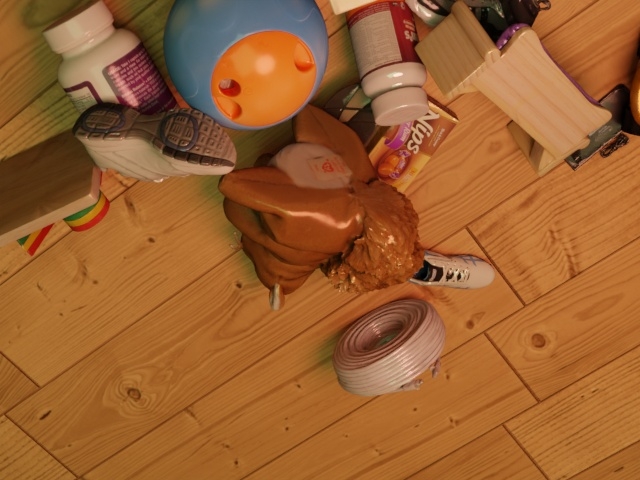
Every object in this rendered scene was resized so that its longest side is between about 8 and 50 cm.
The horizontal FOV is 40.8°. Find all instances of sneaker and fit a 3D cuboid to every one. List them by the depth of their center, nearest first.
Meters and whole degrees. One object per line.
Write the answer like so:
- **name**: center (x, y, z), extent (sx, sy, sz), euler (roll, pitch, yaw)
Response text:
- **sneaker**: center (-0.278, -0.158, 1.497), extent (0.297, 0.111, 0.129), euler (13, 146, 17)
- **sneaker**: center (0.282, -0.439, 1.539), extent (0.268, 0.101, 0.153), euler (21, 133, -24)
- **sneaker**: center (0.259, 0.068, 1.830), extent (0.237, 0.086, 0.085), euler (9, 114, -7)

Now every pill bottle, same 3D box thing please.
- **pill bottle**: center (0.124, -0.327, 1.552), extent (0.121, 0.121, 0.221), euler (-13, 79, 5)
- **pill bottle**: center (-0.377, -0.282, 1.594), extent (0.169, 0.169, 0.301), euler (-24, 115, 10)

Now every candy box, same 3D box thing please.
- **candy box**: center (0.174, -0.200, 1.711), extent (0.109, 0.053, 0.187), euler (32, 113, -16)

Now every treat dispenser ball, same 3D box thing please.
- **treat dispenser ball**: center (-0.129, -0.337, 1.504), extent (0.288, 0.288, 0.288), euler (0, 117, -1)

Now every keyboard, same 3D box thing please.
- **keyboard**: center (0.564, -0.217, 1.729), extent (0.180, 0.023, 0.108), euler (-42, 104, 19)

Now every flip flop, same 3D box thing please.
- **flip flop**: center (0.050, -0.197, 1.699), extent (0.112, 0.080, 0.277), euler (25, 132, 8)

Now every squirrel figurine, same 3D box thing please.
- **squirrel figurine**: center (0.000, 0.000, 1.651), extent (0.397, 0.281, 0.370), euler (27, 140, 6)

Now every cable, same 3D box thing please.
- **cable**: center (0.141, 0.224, 1.812), extent (0.257, 0.257, 0.089), euler (-21, 111, 27)

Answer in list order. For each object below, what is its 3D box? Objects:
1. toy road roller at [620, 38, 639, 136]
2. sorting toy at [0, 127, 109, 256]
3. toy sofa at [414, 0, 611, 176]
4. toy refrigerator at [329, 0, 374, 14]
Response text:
- **toy road roller**: center (0.731, -0.261, 1.574), extent (0.329, 0.240, 0.202), euler (5, 108, -6)
- **sorting toy**: center (-0.517, -0.086, 1.651), extent (0.257, 0.255, 0.089), euler (-23, 131, 10)
- **toy sofa**: center (0.352, -0.280, 1.541), extent (0.177, 0.150, 0.362), euler (-41, 137, 22)
- **toy refrigerator**: center (0.053, -0.461, 1.456), extent (0.102, 0.269, 0.094), euler (-18, 116, 7)
